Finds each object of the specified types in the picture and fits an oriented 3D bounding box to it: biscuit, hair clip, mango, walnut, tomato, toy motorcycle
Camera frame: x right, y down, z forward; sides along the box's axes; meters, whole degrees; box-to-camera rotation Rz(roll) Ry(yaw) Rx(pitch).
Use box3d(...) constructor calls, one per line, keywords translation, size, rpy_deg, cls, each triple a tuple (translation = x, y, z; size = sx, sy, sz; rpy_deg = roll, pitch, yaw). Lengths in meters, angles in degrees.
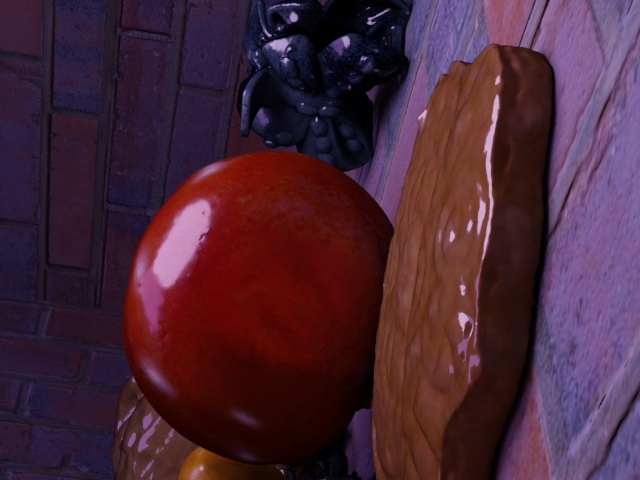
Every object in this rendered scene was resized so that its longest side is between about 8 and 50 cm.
box3d(translation=(0.097, 0.038, 0.941), size=(0.365, 0.062, 0.385), rpy_deg=(178, 100, -83), cls="biscuit")
box3d(translation=(-0.007, -0.223, 1.525), size=(0.310, 0.206, 0.194), rpy_deg=(111, 161, -59), cls="hair clip")
box3d(translation=(-0.106, 0.344, 1.450), size=(0.187, 0.138, 0.257), rpy_deg=(-96, -17, -53), cls="mango")
box3d(translation=(-0.208, 0.371, 2.073), size=(0.383, 0.384, 0.383), rpy_deg=(-172, 90, -84), cls="walnut")
box3d(translation=(-0.060, 0.072, 1.214), size=(0.293, 0.290, 0.325), rpy_deg=(135, 158, -80), cls="tomato")
box3d(translation=(0.004, 0.322, 1.304), size=(0.263, 0.091, 0.157), rpy_deg=(109, 160, -67), cls="toy motorcycle")

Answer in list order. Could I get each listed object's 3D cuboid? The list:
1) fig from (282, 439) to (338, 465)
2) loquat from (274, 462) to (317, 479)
box3d(translation=(-0.026, 0.228, 1.517), size=(0.186, 0.148, 0.142), rpy_deg=(-11, 67, 47), cls="fig")
box3d(translation=(-0.046, 0.343, 1.633), size=(0.137, 0.113, 0.137), rpy_deg=(-61, -7, -14), cls="loquat")
